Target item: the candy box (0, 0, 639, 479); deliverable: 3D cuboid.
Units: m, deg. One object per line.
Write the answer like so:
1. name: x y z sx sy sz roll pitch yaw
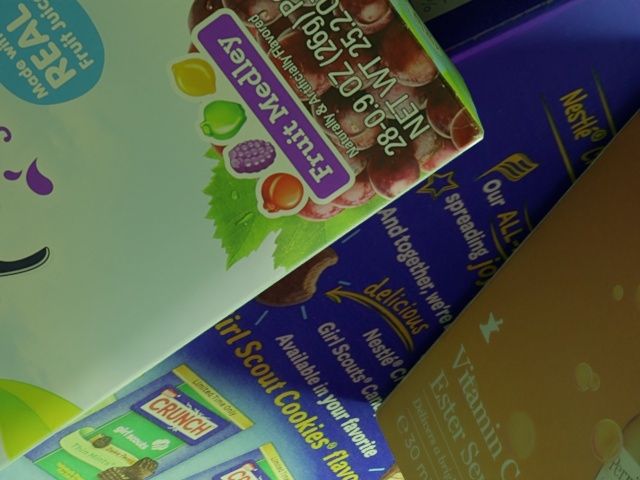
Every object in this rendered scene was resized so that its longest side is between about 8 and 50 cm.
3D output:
1. candy box: 0.000 0.000 0.618 0.317 0.122 0.268 -25 146 5

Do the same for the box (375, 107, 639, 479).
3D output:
1. box: 0.113 0.054 0.530 0.091 0.130 0.170 5 137 -35

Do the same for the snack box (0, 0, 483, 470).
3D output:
1. snack box: -0.091 -0.063 0.428 0.174 0.070 0.207 -34 102 10
